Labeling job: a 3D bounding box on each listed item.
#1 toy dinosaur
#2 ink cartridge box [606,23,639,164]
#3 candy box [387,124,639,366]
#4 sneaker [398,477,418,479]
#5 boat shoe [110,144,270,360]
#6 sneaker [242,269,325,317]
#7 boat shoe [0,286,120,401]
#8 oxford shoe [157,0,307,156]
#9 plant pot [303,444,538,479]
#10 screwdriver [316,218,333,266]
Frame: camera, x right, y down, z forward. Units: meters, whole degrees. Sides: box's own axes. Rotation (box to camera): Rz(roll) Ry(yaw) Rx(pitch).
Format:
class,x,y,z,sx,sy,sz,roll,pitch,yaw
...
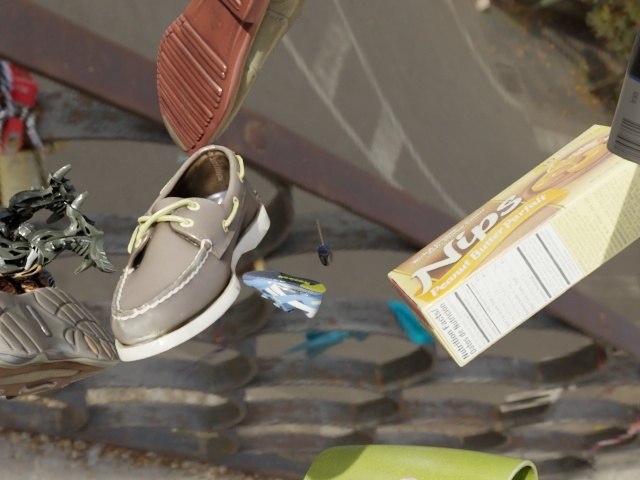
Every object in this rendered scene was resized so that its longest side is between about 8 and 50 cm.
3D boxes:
class,x,y,z,sx,sy,sz,roll,pitch,yaw
toy dinosaur,-0.394,0.012,1.344,0.218,0.322,0.164,-22,66,-19
ink cartridge box,0.278,-0.226,0.694,0.303,0.072,0.307,40,70,-74
candy box,0.240,-0.003,1.192,0.087,0.316,0.183,54,0,-12
sneaker,0.064,0.272,0.944,0.070,0.051,0.134,31,51,-37
boat shoe,-0.127,0.002,0.983,0.324,0.117,0.096,-65,138,-64
sneaker,-0.064,0.086,1.713,0.053,0.144,0.059,-29,131,-63
boat shoe,-0.361,0.133,1.288,0.123,0.116,0.324,53,10,20
oxford shoe,-0.079,-0.219,1.128,0.130,0.348,0.123,-24,70,-37
plant pot,0.125,0.403,1.507,0.275,0.294,0.274,-36,133,-51
screwdriver,0.000,0.000,1.567,0.024,0.025,0.170,-46,156,-12
